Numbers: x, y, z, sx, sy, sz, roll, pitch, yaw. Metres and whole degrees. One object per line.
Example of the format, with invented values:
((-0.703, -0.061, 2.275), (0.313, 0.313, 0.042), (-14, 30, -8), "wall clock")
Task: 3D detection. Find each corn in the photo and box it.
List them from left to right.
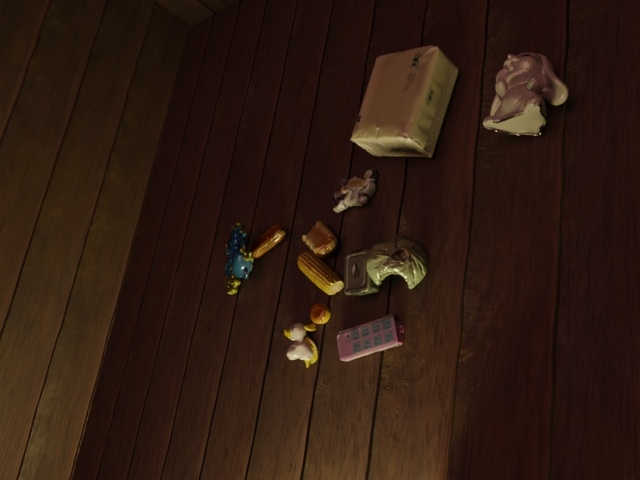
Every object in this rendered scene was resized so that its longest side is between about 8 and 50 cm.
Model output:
((-0.006, 0.128, 2.032), (0.244, 0.093, 0.093), (40, 101, 44), "corn")

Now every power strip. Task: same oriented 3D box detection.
((0.173, 0.352, 1.815), (0.279, 0.037, 0.109), (-26, 57, 32), "power strip")

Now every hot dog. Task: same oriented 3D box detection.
((-0.246, 0.007, 2.324), (0.236, 0.062, 0.092), (-34, 45, 31), "hot dog")

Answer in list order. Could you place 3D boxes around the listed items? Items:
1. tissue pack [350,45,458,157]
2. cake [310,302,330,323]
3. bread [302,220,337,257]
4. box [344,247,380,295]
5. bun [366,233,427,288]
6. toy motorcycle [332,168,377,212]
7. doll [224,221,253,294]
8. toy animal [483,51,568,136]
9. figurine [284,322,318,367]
((0.319, -0.518, 1.924), (0.297, 0.207, 0.380), (9, 79, 45), "tissue pack")
((-0.001, 0.289, 1.996), (0.084, 0.044, 0.084), (-20, 58, 36), "cake")
((0.000, 0.000, 2.079), (0.119, 0.084, 0.177), (-38, 46, -1), "bread")
((0.160, 0.125, 1.883), (0.124, 0.093, 0.172), (-15, 63, 39), "box")
((0.263, 0.073, 1.748), (0.213, 0.126, 0.203), (-21, 60, 4), "bun")
((0.145, -0.193, 2.045), (0.229, 0.074, 0.151), (-32, 48, 17), "toy motorcycle")
((-0.379, 0.069, 2.366), (0.341, 0.099, 0.346), (-111, 34, -48), "doll")
((0.666, -0.470, 1.620), (0.249, 0.174, 0.289), (24, 91, 57), "toy animal")
((-0.075, 0.412, 1.986), (0.130, 0.109, 0.178), (-14, 65, 13), "figurine")
